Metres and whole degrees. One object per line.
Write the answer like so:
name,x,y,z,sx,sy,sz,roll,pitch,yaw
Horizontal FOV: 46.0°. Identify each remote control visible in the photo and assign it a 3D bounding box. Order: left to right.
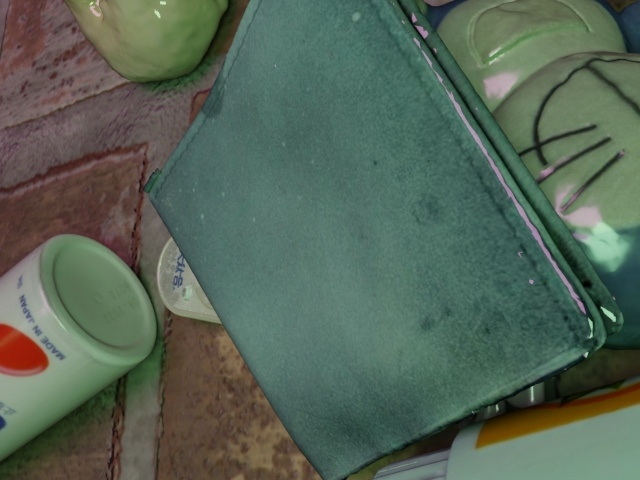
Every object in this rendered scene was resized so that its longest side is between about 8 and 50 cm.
remote control,-0.043,0.032,0.589,0.221,0.042,0.078,6,83,35

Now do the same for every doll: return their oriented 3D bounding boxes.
doll,0.139,-0.059,0.422,0.228,0.154,0.258,-21,48,-8

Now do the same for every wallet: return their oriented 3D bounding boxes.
wallet,-0.001,0.001,0.432,0.251,0.054,0.290,58,146,14

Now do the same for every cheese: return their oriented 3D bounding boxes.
cheese,-0.162,-0.302,0.739,0.173,0.251,0.248,2,37,48

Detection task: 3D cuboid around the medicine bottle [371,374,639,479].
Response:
medicine bottle,0.180,0.131,0.328,0.318,0.158,0.158,-23,61,25

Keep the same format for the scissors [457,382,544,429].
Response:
scissors,0.097,0.024,0.490,0.110,0.021,0.212,116,153,-49

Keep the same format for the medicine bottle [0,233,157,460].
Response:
medicine bottle,-0.311,0.136,0.677,0.341,0.130,0.130,-34,57,19
